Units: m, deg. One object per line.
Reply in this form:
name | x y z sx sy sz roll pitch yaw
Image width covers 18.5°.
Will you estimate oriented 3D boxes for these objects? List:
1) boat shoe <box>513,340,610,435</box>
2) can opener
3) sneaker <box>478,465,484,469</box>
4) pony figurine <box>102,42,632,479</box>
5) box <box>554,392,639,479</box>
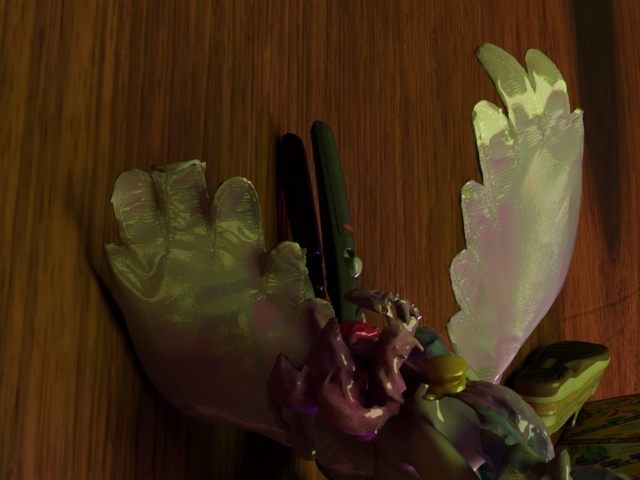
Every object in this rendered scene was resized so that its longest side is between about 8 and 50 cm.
boat shoe | 0.230 0.147 1.897 0.190 0.068 0.072 -21 111 -60
can opener | 0.000 0.000 1.354 0.073 0.059 0.186 46 38 -54
sneaker | 0.128 0.221 1.430 0.182 0.127 0.315 45 6 -36
pony figurine | 0.054 0.106 1.130 0.363 0.303 0.351 -125 -154 -51
box | 0.351 0.322 1.944 0.279 0.177 0.290 -35 112 -68
